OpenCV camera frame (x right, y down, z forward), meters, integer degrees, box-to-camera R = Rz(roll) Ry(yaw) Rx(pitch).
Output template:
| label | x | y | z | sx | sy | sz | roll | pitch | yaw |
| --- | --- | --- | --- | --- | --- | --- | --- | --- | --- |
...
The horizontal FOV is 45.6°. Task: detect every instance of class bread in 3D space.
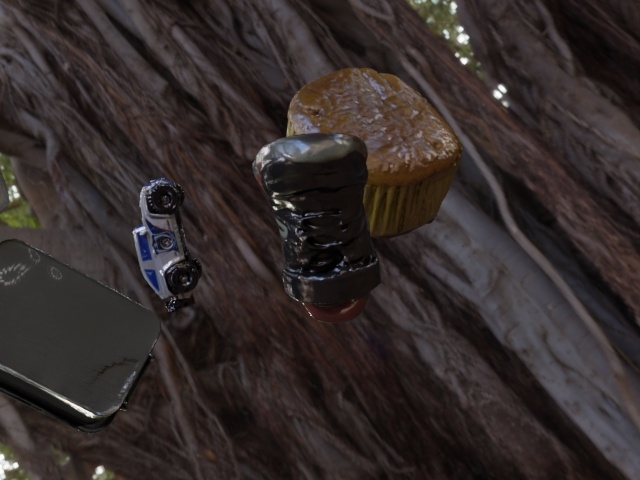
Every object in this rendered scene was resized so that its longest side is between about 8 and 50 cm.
| label | x | y | z | sx | sy | sz | roll | pitch | yaw |
| --- | --- | --- | --- | --- | --- | --- | --- | --- | --- |
| bread | 0.074 | -0.134 | 1.096 | 0.228 | 0.253 | 0.142 | -17 | -35 | -19 |

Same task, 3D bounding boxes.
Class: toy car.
| label | x | y | z | sx | sy | sz | roll | pitch | yaw |
| --- | --- | --- | --- | --- | --- | --- | --- | --- | --- |
| toy car | -0.196 | 0.007 | 0.971 | 0.071 | 0.170 | 0.080 | -12 | 8 | -4 |

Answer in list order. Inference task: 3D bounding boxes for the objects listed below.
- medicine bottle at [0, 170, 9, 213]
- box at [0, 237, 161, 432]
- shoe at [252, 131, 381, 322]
| label | x | y | z | sx | sy | sz | roll | pitch | yaw |
| --- | --- | --- | --- | --- | --- | --- | --- | --- | --- |
| medicine bottle | -0.523 | -0.078 | 0.919 | 0.111 | 0.296 | 0.161 | -55 | -43 | -37 |
| box | -0.298 | 0.103 | 0.853 | 0.163 | 0.243 | 0.135 | -63 | 16 | -22 |
| shoe | 0.000 | 0.000 | 0.768 | 0.114 | 0.137 | 0.291 | -6 | -28 | 5 |
